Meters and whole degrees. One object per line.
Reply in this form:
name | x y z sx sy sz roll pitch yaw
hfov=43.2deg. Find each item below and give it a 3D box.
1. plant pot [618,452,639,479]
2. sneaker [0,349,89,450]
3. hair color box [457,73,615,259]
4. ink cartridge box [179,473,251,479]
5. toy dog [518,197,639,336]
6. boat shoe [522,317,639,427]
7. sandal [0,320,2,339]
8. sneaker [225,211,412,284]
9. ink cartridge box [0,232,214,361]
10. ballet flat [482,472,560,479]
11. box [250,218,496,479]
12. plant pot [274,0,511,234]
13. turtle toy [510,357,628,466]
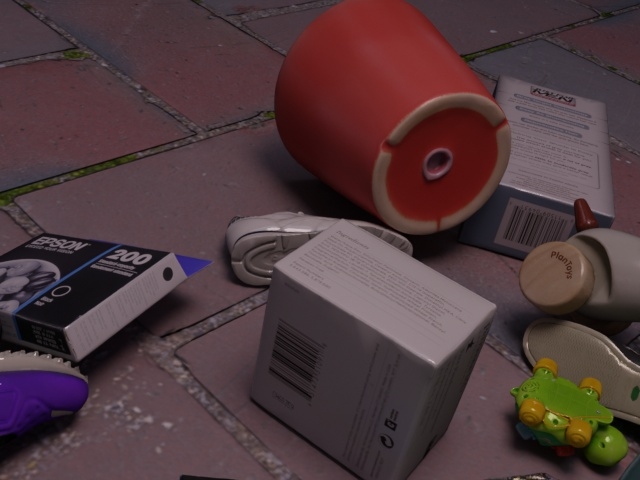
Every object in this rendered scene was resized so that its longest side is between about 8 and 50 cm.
plant pot | 0.422 0.237 0.672 0.293 0.293 0.196 -30 80 -43
sneaker | -0.325 0.177 0.660 0.293 0.102 0.146 2 69 -46
hair color box | 0.332 -0.114 1.236 0.185 0.114 0.374 17 36 6
ink cartridge box | -0.020 0.256 0.678 0.207 0.046 0.097 7 37 -8
toy dog | 0.399 0.013 0.918 0.333 0.220 0.161 0 71 19
boat shoe | 0.337 0.161 0.910 0.233 0.084 0.079 27 -1 30
sandal | -0.418 0.103 0.746 0.254 0.055 0.097 -12 42 -5
sneaker | 0.000 0.000 1.009 0.235 0.090 0.095 4 25 -15
ink cartridge box | -0.255 0.038 0.854 0.206 0.045 0.208 8 29 32
ballet flat | 0.179 0.242 0.772 0.114 0.041 0.041 0 37 -17
box | 0.044 0.109 0.782 0.181 0.181 0.119 30 40 23
plant pot | 0.101 -0.150 1.058 0.274 0.275 0.243 -5 34 -23
turtle toy | 0.257 0.187 0.838 0.130 0.066 0.095 24 37 15
